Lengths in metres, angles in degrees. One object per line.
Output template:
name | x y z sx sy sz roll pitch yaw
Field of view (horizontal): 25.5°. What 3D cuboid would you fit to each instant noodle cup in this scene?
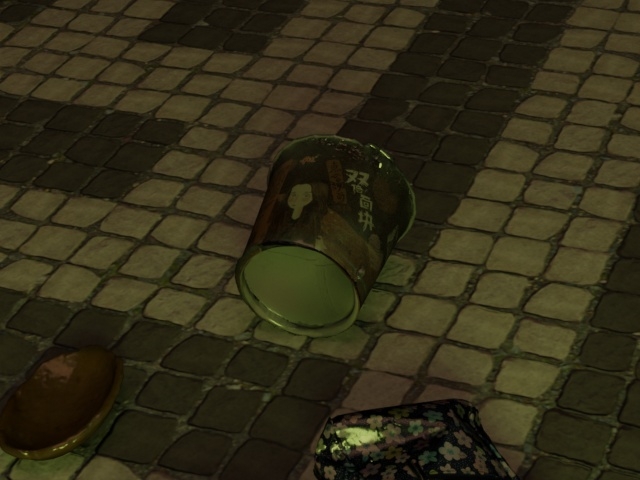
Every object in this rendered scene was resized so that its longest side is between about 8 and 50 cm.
instant noodle cup | 0.000 0.000 1.892 0.218 0.217 0.207 7 43 18

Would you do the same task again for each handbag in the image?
handbag | 0.121 0.271 1.540 0.229 0.126 0.208 -3 36 -25

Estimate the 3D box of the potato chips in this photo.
potato chips | -0.319 0.206 1.765 0.150 0.049 0.201 -5 37 9
